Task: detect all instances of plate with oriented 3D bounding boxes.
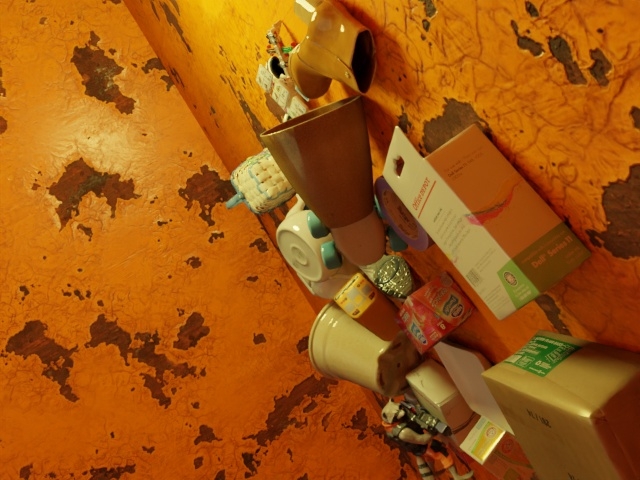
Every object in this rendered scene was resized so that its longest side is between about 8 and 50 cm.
[{"bbox_3d":[0.434,0.387,1.661,0.277,0.045,0.278,58,167,-10],"label":"plate"}]

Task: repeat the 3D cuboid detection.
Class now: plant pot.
[{"bbox_3d":[0.181,0.380,2.089,0.306,0.334,0.333,19,142,52],"label":"plant pot"},{"bbox_3d":[0.021,-0.165,1.359,0.254,0.237,0.237,68,165,-17],"label":"plant pot"}]

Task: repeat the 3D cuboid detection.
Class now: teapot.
[{"bbox_3d":[0.000,0.000,1.919,0.253,0.187,0.255,15,135,49],"label":"teapot"}]

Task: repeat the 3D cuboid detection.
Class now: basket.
[{"bbox_3d":[-0.191,-0.207,2.130,0.201,0.255,0.289,56,149,0],"label":"basket"}]

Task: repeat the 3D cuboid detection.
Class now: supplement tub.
[{"bbox_3d":[0.371,0.587,2.229,0.117,0.117,0.190,46,163,42],"label":"supplement tub"}]

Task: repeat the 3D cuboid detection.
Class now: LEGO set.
[{"bbox_3d":[-0.075,-0.432,1.537,0.182,0.060,0.244,46,155,9],"label":"LEGO set"}]

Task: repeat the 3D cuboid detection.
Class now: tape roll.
[{"bbox_3d":[0.204,-0.076,1.313,0.189,0.080,0.189,52,166,18],"label":"tape roll"}]

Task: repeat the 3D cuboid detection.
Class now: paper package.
[{"bbox_3d":[0.487,0.337,1.054,0.309,0.168,0.325,60,168,-7],"label":"paper package"}]

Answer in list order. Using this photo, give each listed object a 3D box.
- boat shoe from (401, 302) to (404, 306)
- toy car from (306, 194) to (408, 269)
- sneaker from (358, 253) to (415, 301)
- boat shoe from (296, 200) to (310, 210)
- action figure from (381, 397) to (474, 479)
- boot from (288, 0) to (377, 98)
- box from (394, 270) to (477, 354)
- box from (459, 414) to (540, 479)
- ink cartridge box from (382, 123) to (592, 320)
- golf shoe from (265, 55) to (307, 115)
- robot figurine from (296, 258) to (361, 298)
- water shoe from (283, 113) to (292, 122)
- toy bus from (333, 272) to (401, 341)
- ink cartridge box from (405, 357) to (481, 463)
[{"bbox_3d":[0.289,0.222,1.804,0.152,0.056,0.049,62,178,-8],"label":"boat shoe"},{"bbox_3d":[0.094,-0.074,1.591,0.238,0.219,0.210,-92,-18,-53],"label":"toy car"},{"bbox_3d":[0.203,0.103,1.765,0.129,0.111,0.297,51,179,-30],"label":"sneaker"},{"bbox_3d":[-0.020,-0.133,2.050,0.183,0.066,0.066,7,129,61],"label":"boat shoe"},{"bbox_3d":[0.319,0.636,1.884,0.330,0.178,0.341,47,169,0],"label":"action figure"},{"bbox_3d":[0.028,-0.355,1.242,0.211,0.104,0.295,51,162,28],"label":"boot"},{"bbox_3d":[0.288,0.192,1.550,0.128,0.123,0.257,53,167,15],"label":"box"},{"bbox_3d":[0.493,0.580,1.616,0.203,0.114,0.103,40,173,-22],"label":"box"},{"bbox_3d":[0.266,-0.052,1.040,0.353,0.119,0.207,53,167,15],"label":"ink cartridge box"},{"bbox_3d":[-0.094,-0.415,1.643,0.186,0.068,0.086,56,167,4],"label":"golf shoe"},{"bbox_3d":[0.011,0.061,2.112,0.353,0.200,0.299,52,137,25],"label":"robot figurine"},{"bbox_3d":[-0.069,-0.304,1.811,0.080,0.073,0.203,44,162,54],"label":"water shoe"},{"bbox_3d":[0.157,0.202,1.756,0.130,0.108,0.333,43,180,34],"label":"toy bus"},{"bbox_3d":[0.417,0.551,1.960,0.283,0.117,0.207,63,166,-26],"label":"ink cartridge box"}]
